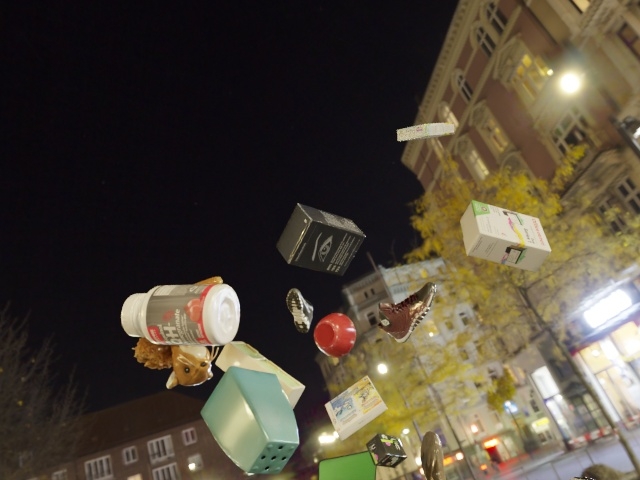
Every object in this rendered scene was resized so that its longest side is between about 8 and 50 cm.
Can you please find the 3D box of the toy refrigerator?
[{"bbox_3d":[-0.189,0.421,1.640,0.094,0.269,0.102,-61,-24,0],"label":"toy refrigerator"}]

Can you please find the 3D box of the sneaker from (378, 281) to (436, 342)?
[{"bbox_3d":[0.309,0.252,1.977,0.281,0.162,0.106,-62,2,21],"label":"sneaker"}]

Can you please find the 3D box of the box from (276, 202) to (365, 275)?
[{"bbox_3d":[0.000,0.000,1.535,0.207,0.108,0.153,17,-69,-35],"label":"box"}]

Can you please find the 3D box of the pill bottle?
[{"bbox_3d":[-0.415,0.219,1.538,0.318,0.176,0.176,-3,-21,19],"label":"pill bottle"}]

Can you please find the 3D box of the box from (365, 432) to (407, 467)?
[{"bbox_3d":[0.168,0.536,1.329,0.083,0.062,0.052,27,-66,-39],"label":"box"}]

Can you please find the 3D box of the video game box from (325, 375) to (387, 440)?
[{"bbox_3d":[0.129,0.623,1.951,0.205,0.187,0.048,-35,-67,-2],"label":"video game box"}]

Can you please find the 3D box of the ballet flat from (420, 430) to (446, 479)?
[{"bbox_3d":[0.353,0.709,1.575,0.058,0.250,0.084,14,-35,-22],"label":"ballet flat"}]

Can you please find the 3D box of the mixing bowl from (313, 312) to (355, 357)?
[{"bbox_3d":[0.040,0.380,2.104,0.181,0.181,0.098,-32,-26,21],"label":"mixing bowl"}]

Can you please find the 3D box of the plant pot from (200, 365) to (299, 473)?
[{"bbox_3d":[-0.170,0.476,1.349,0.165,0.234,0.166,24,-76,-40],"label":"plant pot"}]

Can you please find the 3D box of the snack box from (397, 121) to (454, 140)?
[{"bbox_3d":[0.300,-0.312,1.498,0.100,0.037,0.141,-8,7,-24],"label":"snack box"}]

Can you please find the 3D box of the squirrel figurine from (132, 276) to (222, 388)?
[{"bbox_3d":[-0.539,0.376,2.005,0.281,0.371,0.397,-7,-14,-46],"label":"squirrel figurine"}]

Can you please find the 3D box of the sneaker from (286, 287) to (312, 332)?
[{"bbox_3d":[-0.087,0.296,2.343,0.078,0.106,0.234,2,-56,27],"label":"sneaker"}]

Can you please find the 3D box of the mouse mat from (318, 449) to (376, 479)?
[{"bbox_3d":[0.083,0.712,1.592,0.189,0.007,0.153,-4,-68,-14],"label":"mouse mat"}]

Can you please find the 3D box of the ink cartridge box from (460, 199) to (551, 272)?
[{"bbox_3d":[0.676,-0.016,1.921,0.278,0.201,0.117,14,-50,-6],"label":"ink cartridge box"}]

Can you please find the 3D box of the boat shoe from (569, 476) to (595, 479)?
[{"bbox_3d":[0.772,0.876,1.563,0.340,0.158,0.127,-22,4,-41],"label":"boat shoe"}]
